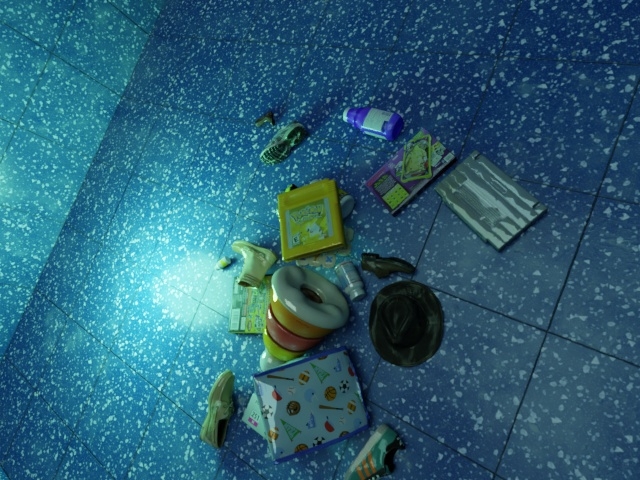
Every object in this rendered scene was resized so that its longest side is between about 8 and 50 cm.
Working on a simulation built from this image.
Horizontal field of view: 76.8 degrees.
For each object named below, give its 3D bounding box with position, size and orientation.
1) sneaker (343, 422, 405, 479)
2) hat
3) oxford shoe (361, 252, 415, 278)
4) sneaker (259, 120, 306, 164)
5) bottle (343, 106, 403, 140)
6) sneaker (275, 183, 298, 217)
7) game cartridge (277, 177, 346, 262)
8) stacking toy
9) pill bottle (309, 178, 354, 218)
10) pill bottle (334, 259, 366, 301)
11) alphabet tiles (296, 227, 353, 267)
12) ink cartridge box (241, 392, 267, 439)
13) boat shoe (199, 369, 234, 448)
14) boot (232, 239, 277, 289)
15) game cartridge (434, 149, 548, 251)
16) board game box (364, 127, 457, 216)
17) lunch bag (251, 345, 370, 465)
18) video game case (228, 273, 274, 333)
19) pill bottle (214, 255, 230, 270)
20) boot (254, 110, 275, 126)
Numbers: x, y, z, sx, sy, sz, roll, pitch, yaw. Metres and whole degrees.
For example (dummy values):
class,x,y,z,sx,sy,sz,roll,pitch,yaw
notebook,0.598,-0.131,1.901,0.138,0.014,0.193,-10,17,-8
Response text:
class,x,y,z,sx,sy,sz,roll,pitch,yaw
sneaker,0.189,0.823,1.458,0.121,0.108,0.302,33,91,36
hat,0.305,0.307,1.532,0.330,0.134,0.332,-8,72,25
oxford shoe,0.273,0.113,1.647,0.227,0.082,0.096,9,99,30
sneaker,-0.197,-0.501,2.070,0.282,0.110,0.122,-36,44,12
bottle,0.233,-0.543,1.839,0.282,0.092,0.118,26,88,32
sneaker,-0.152,-0.114,1.929,0.121,0.111,0.301,-18,63,35
game cartridge,-0.046,-0.092,1.731,0.284,0.052,0.324,-16,66,19
stacking toy,-0.133,0.377,1.687,0.350,0.350,0.480,45,114,30
pill bottle,0.042,-0.195,1.826,0.215,0.117,0.117,36,94,31
pill bottle,0.127,0.170,1.693,0.087,0.087,0.160,-33,63,16
alphabet tiles,0.000,0.000,1.777,0.283,0.021,0.278,3,56,12
ink cartridge box,-0.178,0.720,1.715,0.274,0.060,0.239,22,88,31
boat shoe,-0.437,0.755,1.817,0.110,0.121,0.342,17,94,26
boot,-0.357,0.117,1.939,0.261,0.095,0.204,17,66,25
game cartridge,0.631,-0.153,1.534,0.230,0.068,0.355,-45,60,14
board game box,0.376,-0.289,1.717,0.346,0.056,0.208,-43,65,11
lunch bag,-0.032,0.608,1.540,0.384,0.239,0.328,-16,76,-9
video game case,-0.321,0.303,1.927,0.247,0.035,0.275,-6,72,27
pill bottle,-0.503,0.120,2.072,0.083,0.043,0.044,-36,62,15
boot,-0.304,-0.637,2.187,0.114,0.037,0.107,-23,53,17
